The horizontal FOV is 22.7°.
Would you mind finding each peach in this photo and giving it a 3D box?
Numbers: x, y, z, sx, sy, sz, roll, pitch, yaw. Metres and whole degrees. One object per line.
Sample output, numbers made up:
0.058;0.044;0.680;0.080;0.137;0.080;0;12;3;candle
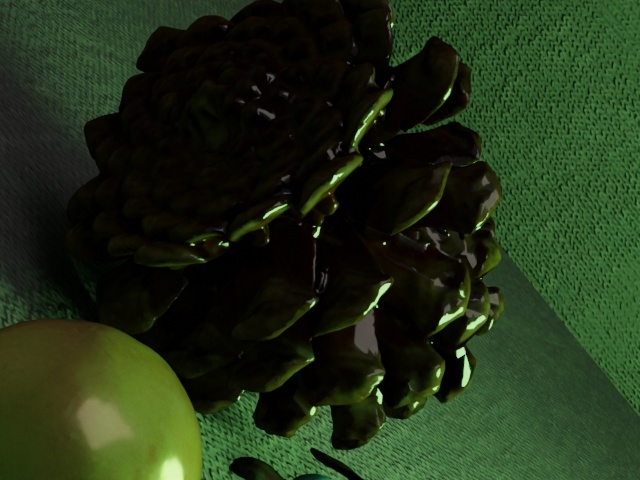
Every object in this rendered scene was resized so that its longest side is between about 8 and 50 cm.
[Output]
-0.150;0.128;0.880;0.184;0.184;0.184;44;17;-17;peach

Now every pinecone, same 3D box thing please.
0.000;0.000;1.290;0.384;0.384;0.384;44;17;-17;pinecone

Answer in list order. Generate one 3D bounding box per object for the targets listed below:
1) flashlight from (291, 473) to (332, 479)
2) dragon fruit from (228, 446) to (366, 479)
0.018;0.239;1.302;0.129;0.051;0.051;47;16;-26;flashlight
0.033;0.256;1.067;0.274;0.192;0.193;20;-39;23;dragon fruit
